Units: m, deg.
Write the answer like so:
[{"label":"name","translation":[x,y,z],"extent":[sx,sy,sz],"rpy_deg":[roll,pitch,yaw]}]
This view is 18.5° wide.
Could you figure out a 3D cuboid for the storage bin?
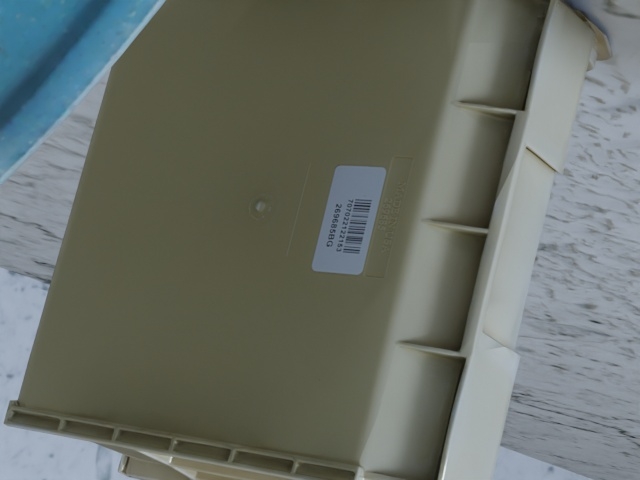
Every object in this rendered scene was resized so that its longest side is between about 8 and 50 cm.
[{"label":"storage bin","translation":[0.000,0.000,1.003],"extent":[0.260,0.262,0.123],"rpy_deg":[6,165,34]}]

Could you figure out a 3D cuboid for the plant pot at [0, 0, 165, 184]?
[{"label":"plant pot","translation":[-0.164,-0.159,0.442],"extent":[0.255,0.272,0.271],"rpy_deg":[36,159,-29]}]
